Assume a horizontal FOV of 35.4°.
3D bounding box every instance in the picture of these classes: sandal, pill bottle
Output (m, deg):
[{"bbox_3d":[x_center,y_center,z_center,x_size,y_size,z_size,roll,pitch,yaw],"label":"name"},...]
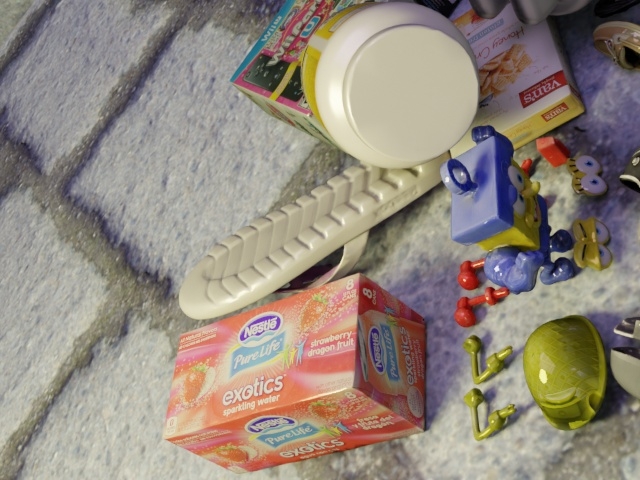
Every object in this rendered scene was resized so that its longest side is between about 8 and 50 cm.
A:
[{"bbox_3d":[0.002,0.007,1.332,0.416,0.102,0.169,-31,26,7],"label":"sandal"},{"bbox_3d":[0.080,-0.187,1.189,0.188,0.188,0.334,-48,13,7],"label":"pill bottle"}]

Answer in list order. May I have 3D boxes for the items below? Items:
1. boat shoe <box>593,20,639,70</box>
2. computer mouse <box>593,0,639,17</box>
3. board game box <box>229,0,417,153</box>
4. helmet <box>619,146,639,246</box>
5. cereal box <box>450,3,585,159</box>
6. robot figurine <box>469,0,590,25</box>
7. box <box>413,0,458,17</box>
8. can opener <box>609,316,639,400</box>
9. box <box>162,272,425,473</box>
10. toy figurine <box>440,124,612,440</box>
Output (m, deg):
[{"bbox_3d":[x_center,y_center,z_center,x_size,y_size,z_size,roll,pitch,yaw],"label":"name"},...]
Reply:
[{"bbox_3d":[0.374,-0.215,1.168,0.153,0.056,0.048,32,82,43],"label":"boat shoe"},{"bbox_3d":[0.405,-0.280,1.138,0.071,0.041,0.242,-58,23,-10],"label":"computer mouse"},{"bbox_3d":[0.009,-0.277,1.505,0.224,0.097,0.303,-55,30,-1],"label":"board game box"},{"bbox_3d":[0.377,-0.041,0.957,0.169,0.169,0.162,-15,69,37],"label":"helmet"},{"bbox_3d":[0.235,-0.221,1.311,0.173,0.047,0.240,-30,45,27],"label":"cereal box"},{"bbox_3d":[0.312,-0.421,1.233,0.300,0.200,0.353,25,67,44],"label":"robot figurine"},{"bbox_3d":[0.190,-0.474,1.506,0.290,0.087,0.169,-54,40,-1],"label":"box"},{"bbox_3d":[0.393,0.129,0.909,0.283,0.076,0.095,18,108,49],"label":"can opener"},{"bbox_3d":[-0.032,0.169,1.220,0.300,0.142,0.154,-20,49,34],"label":"box"},{"bbox_3d":[0.176,0.006,1.070,0.191,0.217,0.363,-20,48,35],"label":"toy figurine"}]
